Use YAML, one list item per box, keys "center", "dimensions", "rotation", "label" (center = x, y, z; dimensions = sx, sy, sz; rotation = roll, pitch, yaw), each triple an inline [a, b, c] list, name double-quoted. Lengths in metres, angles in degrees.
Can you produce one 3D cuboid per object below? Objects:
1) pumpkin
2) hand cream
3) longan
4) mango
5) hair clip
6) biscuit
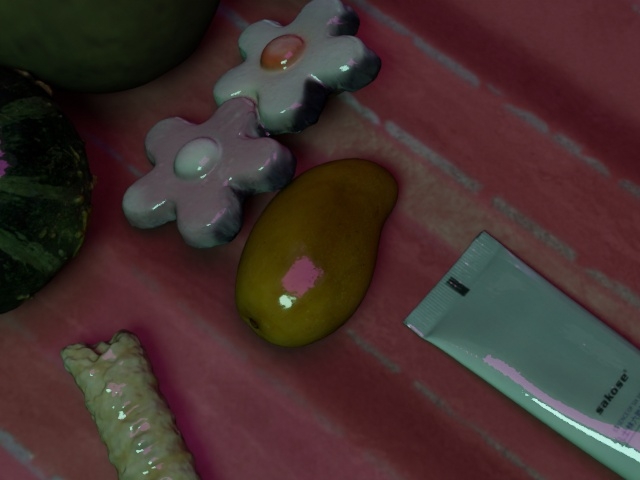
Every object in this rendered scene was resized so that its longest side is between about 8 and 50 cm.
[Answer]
- center: [-0.258, -0.035, 0.704]
  dimensions: [0.191, 0.146, 0.190]
  rotation: [1, 97, 11]
  label: "pumpkin"
- center: [0.223, 0.119, 0.745]
  dimensions: [0.321, 0.067, 0.109]
  rotation: [37, 68, 16]
  label: "hand cream"
- center: [-0.186, -0.233, 0.756]
  dimensions: [0.246, 0.215, 0.245]
  rotation: [-8, 108, -26]
  label: "longan"
- center: [0.000, 0.000, 0.754]
  dimensions: [0.102, 0.085, 0.184]
  rotation: [26, 60, 7]
  label: "mango"
- center: [-0.054, -0.100, 0.797]
  dimensions: [0.146, 0.075, 0.257]
  rotation: [28, 63, 31]
  label: "hair clip"
- center: [-0.117, 0.161, 0.682]
  dimensions: [0.061, 0.055, 0.219]
  rotation: [-14, 65, -33]
  label: "biscuit"
